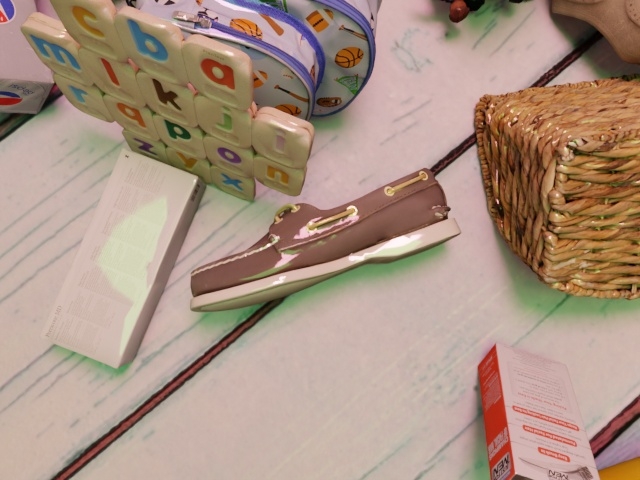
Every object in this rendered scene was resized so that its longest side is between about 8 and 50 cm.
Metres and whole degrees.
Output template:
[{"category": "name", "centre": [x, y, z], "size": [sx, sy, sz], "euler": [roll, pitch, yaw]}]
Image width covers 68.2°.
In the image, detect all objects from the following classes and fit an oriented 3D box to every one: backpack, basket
[{"category": "backpack", "centre": [-0.067, -0.231, 0.504], "size": [0.263, 0.276, 0.213], "euler": [4, 82, -9]}, {"category": "basket", "centre": [0.364, -0.072, 0.578], "size": [0.299, 0.223, 0.213], "euler": [-9, 118, -2]}]

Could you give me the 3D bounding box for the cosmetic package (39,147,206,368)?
[{"category": "cosmetic package", "centre": [-0.232, 0.020, 0.571], "size": [0.099, 0.060, 0.239], "euler": [22, 85, -1]}]

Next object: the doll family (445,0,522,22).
[{"category": "doll family", "centre": [0.213, -0.343, 0.611], "size": [0.193, 0.076, 0.111], "euler": [-16, 90, 2]}]

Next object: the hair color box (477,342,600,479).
[{"category": "hair color box", "centre": [0.233, 0.202, 0.519], "size": [0.093, 0.167, 0.053], "euler": [18, 126, 0]}]

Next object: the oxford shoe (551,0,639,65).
[{"category": "oxford shoe", "centre": [0.428, -0.251, 0.534], "size": [0.123, 0.130, 0.348], "euler": [-28, 59, -23]}]

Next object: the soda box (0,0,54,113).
[{"category": "soda box", "centre": [-0.409, -0.302, 0.562], "size": [0.098, 0.091, 0.286], "euler": [-12, 84, -44]}]

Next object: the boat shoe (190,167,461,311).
[{"category": "boat shoe", "centre": [0.000, 0.000, 0.555], "size": [0.324, 0.116, 0.097], "euler": [-17, 81, -7]}]

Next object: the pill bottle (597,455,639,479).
[{"category": "pill bottle", "centre": [0.382, 0.327, 0.495], "size": [0.334, 0.188, 0.188], "euler": [-17, 86, -3]}]

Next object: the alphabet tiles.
[{"category": "alphabet tiles", "centre": [-0.144, -0.128, 0.481], "size": [0.284, 0.278, 0.021], "euler": [22, 72, 1]}]
